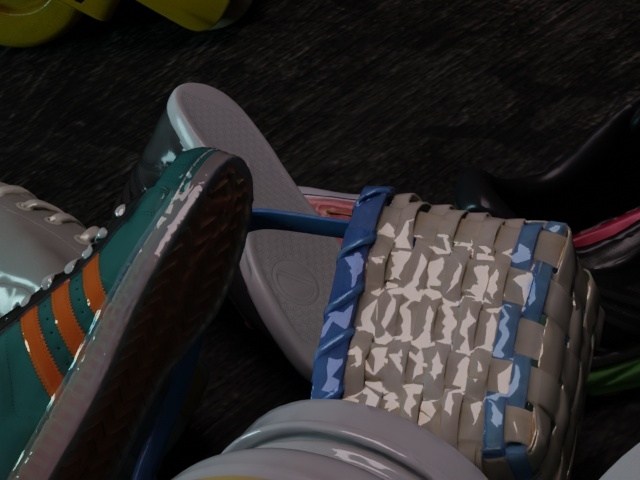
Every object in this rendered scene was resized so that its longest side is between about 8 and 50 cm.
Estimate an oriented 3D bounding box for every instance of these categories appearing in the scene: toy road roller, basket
[{"bbox_3d":[-0.246,-0.307,2.086,0.329,0.241,0.202,27,30,-12],"label":"toy road roller"},{"bbox_3d":[0.032,0.094,1.284,0.289,0.201,0.255,6,59,19],"label":"basket"}]

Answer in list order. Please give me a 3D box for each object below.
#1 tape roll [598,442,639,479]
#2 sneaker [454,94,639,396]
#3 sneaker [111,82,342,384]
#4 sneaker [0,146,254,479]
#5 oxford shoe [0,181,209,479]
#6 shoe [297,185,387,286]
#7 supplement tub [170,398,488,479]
[{"bbox_3d":[0.257,0.221,1.004,0.246,0.246,0.169,-16,33,-10],"label":"tape roll"},{"bbox_3d":[0.318,-0.023,1.417,0.482,0.202,0.185,-15,33,-8],"label":"sneaker"},{"bbox_3d":[-0.071,0.026,1.561,0.104,0.147,0.296,-2,52,-43],"label":"sneaker"},{"bbox_3d":[-0.160,0.058,1.279,0.121,0.108,0.302,27,82,27],"label":"sneaker"},{"bbox_3d":[-0.222,0.031,1.500,0.130,0.169,0.449,-46,46,-3],"label":"oxford shoe"},{"bbox_3d":[0.000,0.000,1.600,0.178,0.063,0.081,1,30,11],"label":"shoe"},{"bbox_3d":[-0.039,0.262,1.023,0.241,0.241,0.331,8,35,27],"label":"supplement tub"}]
